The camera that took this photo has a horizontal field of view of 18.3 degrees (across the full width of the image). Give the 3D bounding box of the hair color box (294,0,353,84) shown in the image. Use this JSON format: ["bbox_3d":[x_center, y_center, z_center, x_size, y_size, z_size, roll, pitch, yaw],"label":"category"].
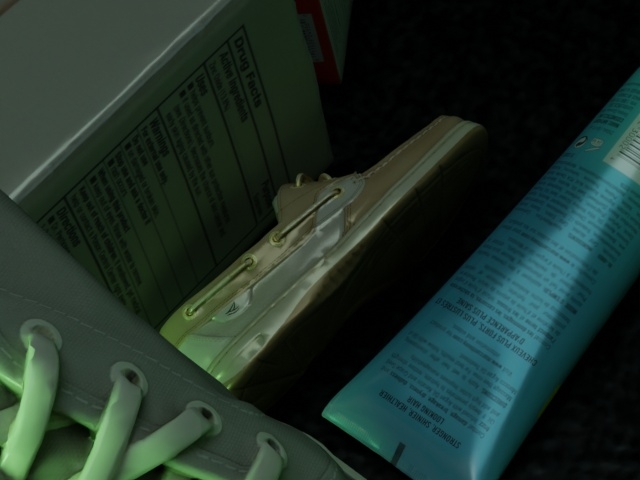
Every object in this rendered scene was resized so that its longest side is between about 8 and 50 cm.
[{"bbox_3d":[-0.008,-0.150,0.940,0.043,0.072,0.141,0,55,12],"label":"hair color box"}]

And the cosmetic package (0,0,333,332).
[{"bbox_3d":[-0.145,-0.005,0.823,0.129,0.153,0.296,34,68,28],"label":"cosmetic package"}]

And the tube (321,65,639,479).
[{"bbox_3d":[0.094,0.015,0.823,0.080,0.052,0.207,31,73,34],"label":"tube"}]

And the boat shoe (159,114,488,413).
[{"bbox_3d":[0.000,0.000,0.841,0.059,0.063,0.170,39,72,25],"label":"boat shoe"}]

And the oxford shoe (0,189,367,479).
[{"bbox_3d":[-0.089,0.087,0.654,0.449,0.130,0.169,41,70,-5],"label":"oxford shoe"}]
